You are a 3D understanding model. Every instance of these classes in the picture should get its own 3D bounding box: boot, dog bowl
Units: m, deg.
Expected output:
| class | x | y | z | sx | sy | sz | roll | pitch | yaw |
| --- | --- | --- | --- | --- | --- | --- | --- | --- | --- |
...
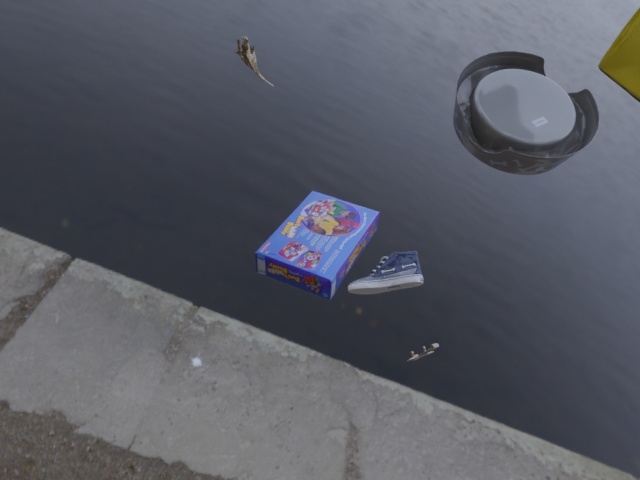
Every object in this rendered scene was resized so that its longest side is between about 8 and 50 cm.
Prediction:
| class | x | y | z | sx | sy | sz | roll | pitch | yaw |
| --- | --- | --- | --- | --- | --- | --- | --- | --- | --- |
| boot | 0.160 | 0.082 | 1.200 | 0.190 | 0.069 | 0.086 | -9 | 68 | 10 |
| dog bowl | 0.495 | -0.313 | 1.185 | 0.349 | 0.102 | 0.348 | 1 | 62 | -2 |

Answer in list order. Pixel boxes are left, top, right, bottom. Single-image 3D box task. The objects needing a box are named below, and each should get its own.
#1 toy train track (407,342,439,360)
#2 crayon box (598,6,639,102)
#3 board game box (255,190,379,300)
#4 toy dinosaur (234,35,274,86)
| class | x | y | z | sx | sy | sz | roll | pitch | yaw |
| --- | --- | --- | --- | --- | --- | --- | --- | --- | --- |
| toy train track | 0.167 | 0.177 | 0.769 | 0.048 | 0.083 | 0.014 | -12 | 67 | -21 |
| crayon box | 0.389 | -0.168 | 0.238 | 0.106 | 0.363 | 0.313 | 3 | 46 | -24 |
| board game box | 0.000 | 0.000 | 1.399 | 0.233 | 0.078 | 0.347 | 20 | 43 | 19 |
| toy dinosaur | -0.191 | -0.487 | 1.291 | 0.092 | 0.053 | 0.183 | 65 | 5 | 24 |
